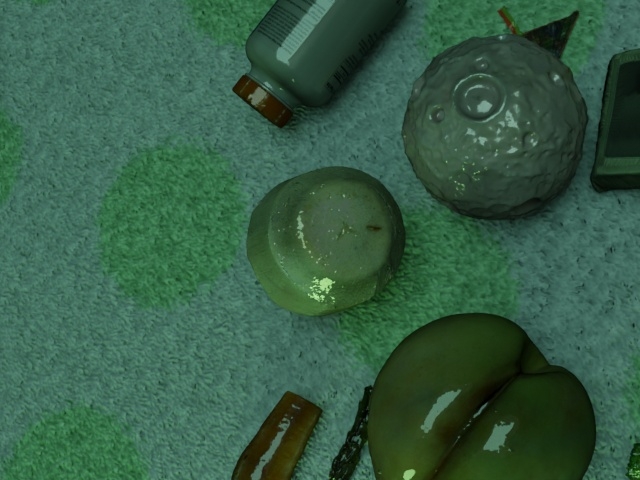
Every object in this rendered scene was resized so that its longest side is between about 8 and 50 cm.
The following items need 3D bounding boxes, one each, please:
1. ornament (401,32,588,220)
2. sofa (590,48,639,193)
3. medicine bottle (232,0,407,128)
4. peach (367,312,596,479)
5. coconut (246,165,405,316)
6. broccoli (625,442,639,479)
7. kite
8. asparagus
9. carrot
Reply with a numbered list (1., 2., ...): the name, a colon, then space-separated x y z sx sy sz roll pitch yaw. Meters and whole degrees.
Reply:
1. ornament: 0.239 -0.158 1.478 0.259 0.225 0.259 -4 77 19
2. sofa: 0.505 -0.154 1.465 0.225 0.176 0.210 -2 74 48
3. medicine bottle: -0.009 -0.312 1.639 0.157 0.157 0.288 40 92 23
4. peach: 0.199 0.244 1.391 0.292 0.247 0.292 6 107 19
5. coconut: 0.000 0.000 1.536 0.224 0.234 0.224 1 86 -13
6. broccoli: 0.460 0.328 1.270 0.254 0.269 0.269 37 91 36
7. kite: 0.302 -0.286 1.604 0.190 0.010 0.159 -19 70 12
8. asparagus: 0.049 0.287 1.541 0.036 0.030 0.165 25 84 -1
9. carrot: -0.071 0.311 1.548 0.087 0.087 0.193 22 85 23
